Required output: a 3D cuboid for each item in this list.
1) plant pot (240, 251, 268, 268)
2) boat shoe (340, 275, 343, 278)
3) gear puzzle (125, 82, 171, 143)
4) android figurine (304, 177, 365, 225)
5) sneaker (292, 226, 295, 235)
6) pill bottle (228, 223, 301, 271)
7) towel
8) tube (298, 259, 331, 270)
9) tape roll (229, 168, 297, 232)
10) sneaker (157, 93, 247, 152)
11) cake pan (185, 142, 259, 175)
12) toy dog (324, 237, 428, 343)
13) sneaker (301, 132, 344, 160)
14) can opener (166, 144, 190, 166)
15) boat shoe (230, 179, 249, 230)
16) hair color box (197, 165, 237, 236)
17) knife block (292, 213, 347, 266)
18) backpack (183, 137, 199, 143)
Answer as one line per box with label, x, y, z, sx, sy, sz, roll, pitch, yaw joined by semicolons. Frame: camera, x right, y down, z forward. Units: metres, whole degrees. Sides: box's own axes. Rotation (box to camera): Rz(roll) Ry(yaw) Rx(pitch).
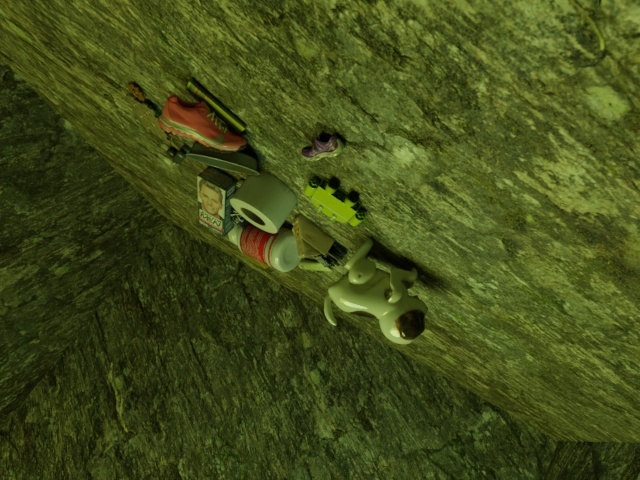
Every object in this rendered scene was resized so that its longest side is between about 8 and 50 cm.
plant pot;-0.369;0.050;2.613;0.212;0.187;0.212;18;158;38
boat shoe;0.171;0.290;2.489;0.183;0.083;0.065;43;160;-30
gear puzzle;-0.769;-0.578;1.859;0.176;0.044;0.339;31;160;12
android figurine;0.051;-0.141;1.570;0.248;0.056;0.273;34;161;-5
sneaker;-0.071;-0.009;2.130;0.094;0.081;0.208;28;161;50
pill bottle;-0.305;0.002;2.297;0.408;0.229;0.229;22;160;32
towel;-0.368;-0.468;1.477;0.237;0.021;0.102;39;168;-21
tube;-0.036;0.153;2.538;0.070;0.062;0.240;-10;-172;-39
tape roll;-0.247;-0.168;1.830;0.246;0.169;0.246;29;162;10
sneaker;-0.400;-0.410;1.472;0.314;0.136;0.116;17;-152;-18
cake pan;-0.379;-0.321;1.660;0.293;0.054;0.293;14;-179;0
toy dog;0.256;0.249;1.738;0.408;0.395;0.284;38;156;13
sneaker;0.002;-0.289;1.265;0.170;0.068;0.071;-1;128;47
can opener;-0.729;-0.430;2.123;0.093;0.074;0.280;42;161;-25
boat shoe;-0.386;-0.163;2.106;0.127;0.158;0.340;29;163;12
hair color box;-0.534;-0.193;2.155;0.174;0.105;0.347;28;138;10
knife block;0.007;0.000;2.020;0.088;0.242;0.275;161;98;-67
backpack;-0.504;-0.444;1.619;0.182;0.115;0.152;27;164;23
